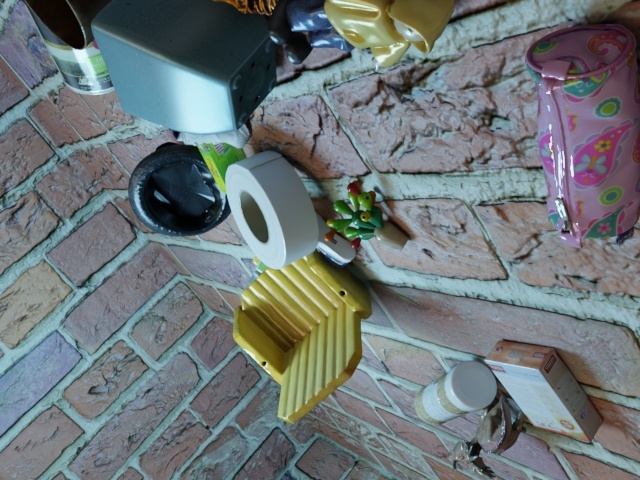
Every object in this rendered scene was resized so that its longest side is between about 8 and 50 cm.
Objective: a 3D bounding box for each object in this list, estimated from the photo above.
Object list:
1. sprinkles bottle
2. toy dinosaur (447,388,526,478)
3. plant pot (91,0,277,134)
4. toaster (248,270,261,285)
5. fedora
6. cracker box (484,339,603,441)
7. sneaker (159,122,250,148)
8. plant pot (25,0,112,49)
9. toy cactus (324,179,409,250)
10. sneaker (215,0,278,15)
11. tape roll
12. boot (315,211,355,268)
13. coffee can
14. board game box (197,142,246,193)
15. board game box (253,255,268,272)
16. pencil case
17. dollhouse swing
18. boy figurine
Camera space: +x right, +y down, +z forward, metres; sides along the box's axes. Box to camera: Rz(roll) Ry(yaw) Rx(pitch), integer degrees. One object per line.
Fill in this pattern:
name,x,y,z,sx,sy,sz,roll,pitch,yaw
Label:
sprinkles bottle,0.352,0.416,1.723,0.121,0.121,0.355,40,158,9
toy dinosaur,0.436,0.501,1.625,0.127,0.200,0.295,36,156,19
plant pot,-0.224,-0.344,1.211,0.252,0.247,0.247,29,155,13
toaster,-0.094,0.126,1.924,0.168,0.186,0.110,48,157,10
fedora,-0.407,-0.170,1.876,0.334,0.334,0.152,68,179,-46
cracker box,0.486,0.325,1.400,0.232,0.067,0.156,51,157,-19
sneaker,-0.278,-0.275,1.484,0.111,0.129,0.297,32,-177,35
plant pot,-0.449,-0.530,1.256,0.215,0.230,0.215,37,158,18
toy cactus,0.103,-0.032,1.398,0.181,0.112,0.219,31,148,7
sneaker,-0.100,-0.409,1.069,0.215,0.083,0.084,27,151,32
tape roll,-0.124,-0.076,1.583,0.286,0.100,0.286,46,150,36
boot,0.000,0.000,1.650,0.190,0.069,0.086,42,153,3
coffee can,-0.570,-0.516,1.533,0.202,0.201,0.275,36,157,19
board game box,-0.247,-0.213,1.665,0.043,0.092,0.181,29,154,36
board game box,-0.066,0.085,1.822,0.260,0.124,0.039,33,-159,9
pencil case,0.330,-0.121,0.796,0.124,0.124,0.284,24,150,41
dollhouse swing,-0.075,0.235,1.683,0.315,0.305,0.347,45,113,-4
boy figurine,0.066,-0.307,0.928,0.285,0.092,0.177,14,161,38
